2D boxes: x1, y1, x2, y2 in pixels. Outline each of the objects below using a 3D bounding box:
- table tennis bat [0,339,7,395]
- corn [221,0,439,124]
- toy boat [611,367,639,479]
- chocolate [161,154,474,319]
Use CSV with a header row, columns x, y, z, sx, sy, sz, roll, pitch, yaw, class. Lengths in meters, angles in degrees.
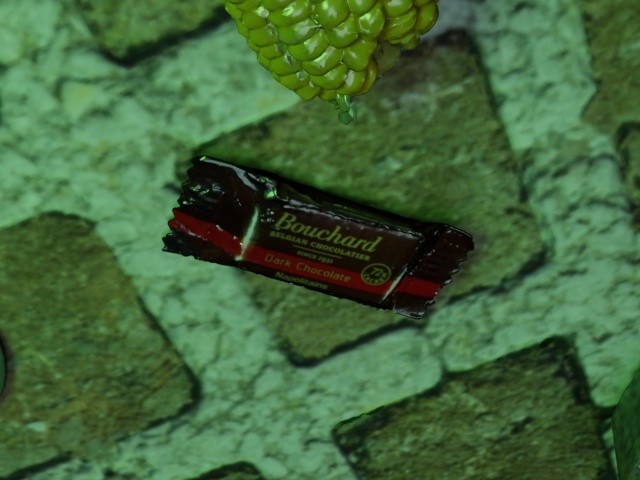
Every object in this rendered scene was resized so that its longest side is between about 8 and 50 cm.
x,y,z,sx,sy,sz,roll,pitch,yaw,class
-0.315,0.075,0.612,0.234,0.022,0.131,3,126,-14,table tennis bat
-0.050,-0.189,0.414,0.102,0.102,0.313,-30,124,13,corn
0.309,0.142,0.627,0.276,0.294,0.111,-27,126,29,toy boat
0.000,0.000,0.602,0.182,0.028,0.086,13,130,-16,chocolate
